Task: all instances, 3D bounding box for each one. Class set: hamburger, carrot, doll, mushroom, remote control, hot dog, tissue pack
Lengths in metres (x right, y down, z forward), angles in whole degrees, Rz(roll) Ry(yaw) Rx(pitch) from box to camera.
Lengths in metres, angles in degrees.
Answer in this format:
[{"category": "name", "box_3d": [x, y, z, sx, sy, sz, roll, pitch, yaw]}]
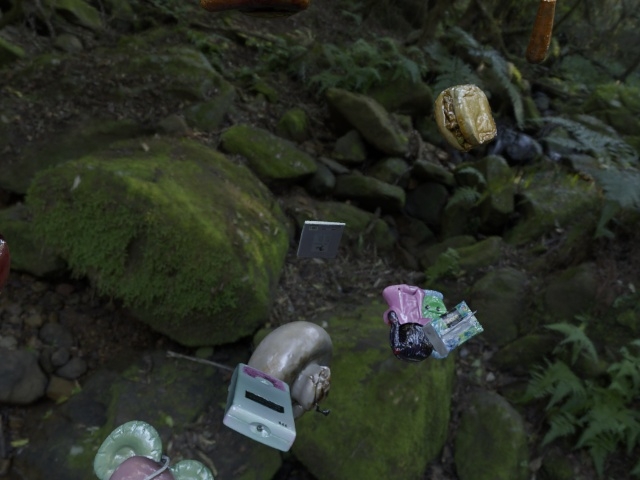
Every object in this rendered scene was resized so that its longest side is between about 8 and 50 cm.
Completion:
[{"category": "hamburger", "box_3d": [0.424, -0.362, 1.664, 0.214, 0.213, 0.108, 3, -16, -42]}, {"category": "carrot", "box_3d": [0.312, -0.294, 0.806, 0.032, 0.093, 0.032, -1, 43, 1]}, {"category": "doll", "box_3d": [-0.389, 0.553, 1.215, 0.284, 0.268, 0.216, 29, -14, 12]}, {"category": "mushroom", "box_3d": [-0.074, 0.449, 1.874, 0.295, 0.362, 0.362, 26, 19, 29]}, {"category": "remote control", "box_3d": [-0.132, 0.351, 1.244, 0.145, 0.050, 0.344, 26, -1, -5]}, {"category": "hot dog", "box_3d": [-0.142, -0.586, 1.361, 0.326, 0.107, 0.194, -10, -20, 11]}, {"category": "tissue pack", "box_3d": [0.311, 0.202, 1.323, 0.111, 0.079, 0.085, -25, 73, -23]}]

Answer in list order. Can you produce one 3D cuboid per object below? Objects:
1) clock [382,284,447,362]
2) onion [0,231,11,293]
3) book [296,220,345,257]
[{"category": "clock", "box_3d": [0.255, 0.221, 1.478, 0.194, 0.100, 0.195, 14, 52, -23]}, {"category": "onion", "box_3d": [-0.886, 0.059, 1.273, 0.342, 0.341, 0.341, 19, 20, -7]}, {"category": "book", "box_3d": [0.000, 0.000, 1.769, 0.127, 0.181, 0.014, 2, 54, -10]}]
